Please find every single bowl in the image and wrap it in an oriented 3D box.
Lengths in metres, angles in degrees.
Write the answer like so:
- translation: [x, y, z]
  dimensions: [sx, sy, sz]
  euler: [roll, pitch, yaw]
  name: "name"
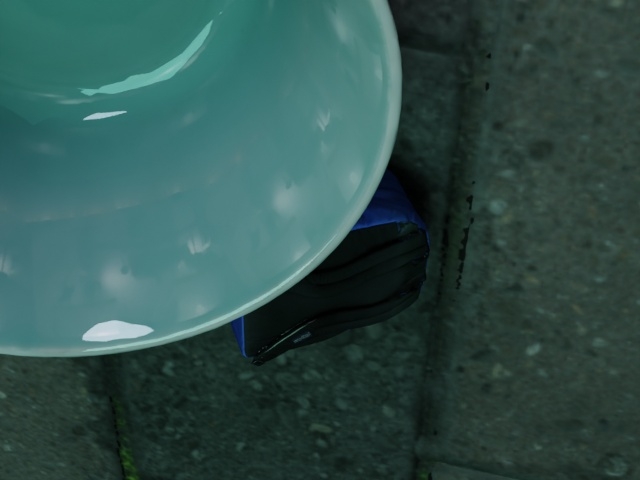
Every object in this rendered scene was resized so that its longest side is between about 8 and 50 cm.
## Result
- translation: [-0.125, -0.105, 0.587]
  dimensions: [0.311, 0.163, 0.312]
  euler: [-4, 135, -4]
  name: "bowl"

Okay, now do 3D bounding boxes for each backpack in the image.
- translation: [0.000, 0.000, 0.729]
  dimensions: [0.120, 0.101, 0.098]
  euler: [-12, 141, -13]
  name: "backpack"
